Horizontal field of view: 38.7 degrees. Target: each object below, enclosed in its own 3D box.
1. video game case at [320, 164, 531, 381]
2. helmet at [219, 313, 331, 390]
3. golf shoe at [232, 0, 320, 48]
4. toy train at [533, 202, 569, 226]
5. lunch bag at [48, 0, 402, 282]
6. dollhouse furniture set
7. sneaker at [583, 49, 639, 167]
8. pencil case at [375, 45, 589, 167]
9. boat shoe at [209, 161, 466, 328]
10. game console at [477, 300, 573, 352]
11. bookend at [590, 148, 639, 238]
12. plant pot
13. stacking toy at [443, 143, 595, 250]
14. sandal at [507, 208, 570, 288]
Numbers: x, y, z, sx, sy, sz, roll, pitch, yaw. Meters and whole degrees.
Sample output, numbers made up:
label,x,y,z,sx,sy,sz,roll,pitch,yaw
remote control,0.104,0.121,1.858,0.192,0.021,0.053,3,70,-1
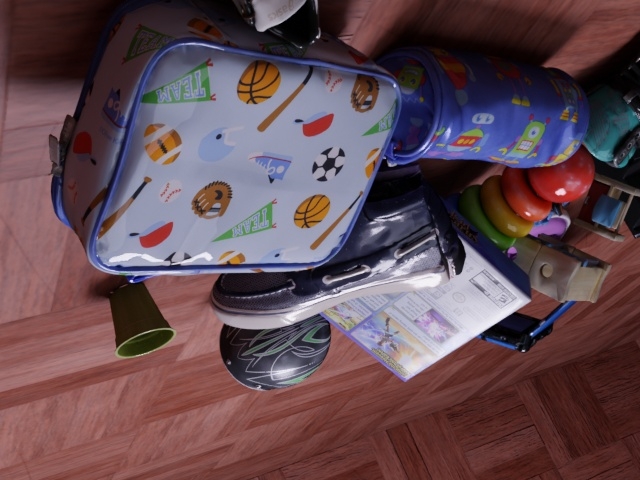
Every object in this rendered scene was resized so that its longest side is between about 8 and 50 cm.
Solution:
label,x,y,z,sx,sy,sz,roll,pitch,yaw
video game case,0.114,0.051,1.283,0.269,0.061,0.244,40,122,-18
helmet,-0.068,0.150,1.403,0.169,0.169,0.161,-25,175,1
golf shoe,-0.046,-0.210,0.664,0.077,0.094,0.198,-30,157,16
toy train,0.354,-0.084,1.429,0.105,0.080,0.184,-35,157,9
lunch bag,-0.084,-0.077,0.806,0.303,0.115,0.243,2,122,-41
dollhouse furniture set,0.368,-0.017,1.366,0.129,0.129,0.183,5,109,-51
sneaker,0.409,-0.191,1.184,0.178,0.124,0.295,-32,161,-9
pencil case,0.176,-0.142,1.028,0.306,0.119,0.133,-4,127,-43
boat shoe,0.000,0.000,1.149,0.340,0.127,0.158,-15,131,10
game console,0.410,0.111,1.808,0.293,0.250,0.173,-4,109,-67
bookend,0.500,-0.110,1.415,0.072,0.156,0.157,-22,158,-6
plant pot,-0.243,0.102,1.204,0.083,0.079,0.083,-22,159,-9
stacking toy,0.248,-0.039,1.308,0.330,0.141,0.141,-37,156,34
sandal,0.405,0.039,1.736,0.169,0.102,0.416,-26,161,3
